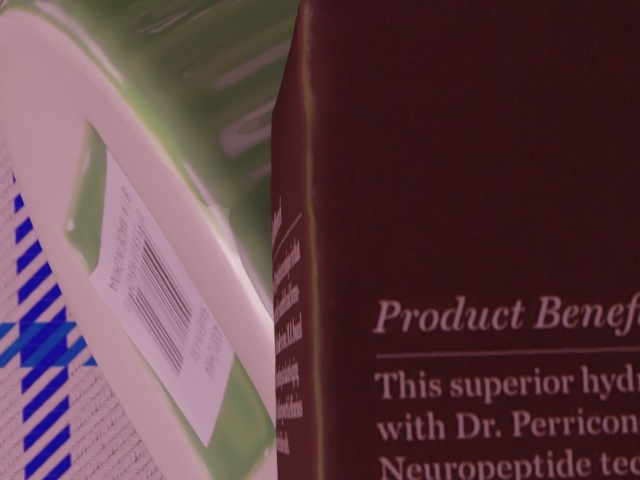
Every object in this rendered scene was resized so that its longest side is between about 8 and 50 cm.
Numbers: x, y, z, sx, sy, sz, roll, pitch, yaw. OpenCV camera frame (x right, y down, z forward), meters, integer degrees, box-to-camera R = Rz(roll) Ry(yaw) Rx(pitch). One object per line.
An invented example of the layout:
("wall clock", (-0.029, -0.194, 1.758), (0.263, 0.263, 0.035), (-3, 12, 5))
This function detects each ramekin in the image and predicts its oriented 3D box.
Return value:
("ramekin", (0.000, 0.000, 0.700), (0.303, 0.148, 0.303), (51, 158, 30))

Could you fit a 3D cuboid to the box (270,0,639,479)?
("box", (0.075, 0.051, 0.455), (0.167, 0.168, 0.203), (121, 148, -83))
